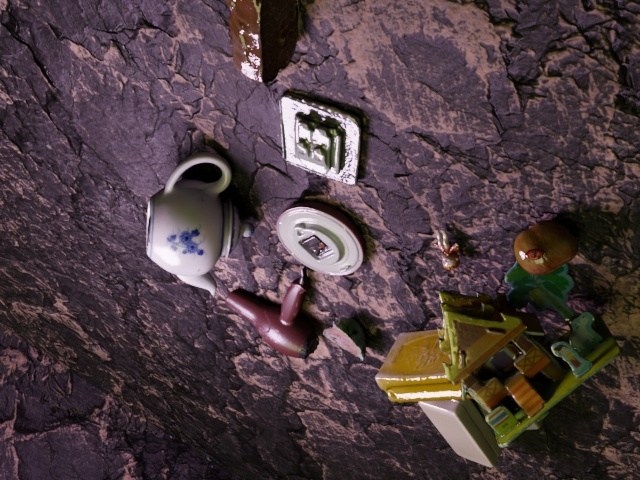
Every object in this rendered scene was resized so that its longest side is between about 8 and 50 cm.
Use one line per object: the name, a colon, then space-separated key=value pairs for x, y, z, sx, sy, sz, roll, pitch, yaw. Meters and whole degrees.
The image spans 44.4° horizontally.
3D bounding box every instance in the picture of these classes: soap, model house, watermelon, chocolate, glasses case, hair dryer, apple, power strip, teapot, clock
soap: x=0.305 y=0.314 z=2.017 sx=0.315 sy=0.199 sz=0.091 roll=-13 pitch=121 yaw=46
model house: x=0.413 y=0.200 z=1.690 sx=0.313 sy=0.242 sz=0.357 roll=45 pitch=107 yaw=-9
watermelon: x=0.067 y=0.263 z=2.244 sx=0.139 sy=0.071 sz=0.187 roll=10 pitch=148 yaw=38
chocolate: x=-0.112 y=-0.419 z=1.502 sx=0.093 sy=0.148 sz=0.214 roll=26 pitch=142 yaw=17
glasses case: x=0.387 y=0.508 z=2.150 sx=0.131 sy=0.070 sz=0.313 roll=10 pitch=146 yaw=44
hair dryer: x=-0.120 y=0.165 z=2.259 sx=0.312 sy=0.123 sz=0.340 roll=34 pitch=135 yaw=15
apple: x=0.462 y=0.014 z=1.616 sx=0.102 sy=0.126 sz=0.126 roll=62 pitch=147 yaw=15
power strip: x=-0.008 y=-0.209 z=1.739 sx=0.198 sy=0.064 sz=0.213 roll=20 pitch=144 yaw=19
teapot: x=-0.309 y=-0.034 z=2.041 sx=0.280 sy=0.252 sz=0.424 roll=2 pitch=120 yaw=-14
clock: x=-0.001 y=0.001 z=1.989 sx=0.244 sy=0.056 sz=0.244 roll=20 pitch=142 yaw=17

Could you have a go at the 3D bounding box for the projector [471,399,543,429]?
projector: x=0.464 y=0.428 z=2.111 sx=0.269 sy=0.088 sz=0.193 roll=-1 pitch=138 yaw=45

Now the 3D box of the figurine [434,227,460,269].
figurine: x=0.292 y=0.017 z=1.802 sx=0.064 sy=0.047 sz=0.109 roll=4 pitch=128 yaw=43
